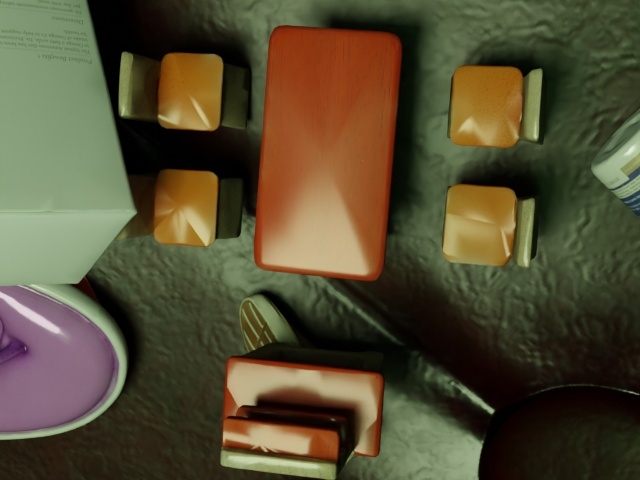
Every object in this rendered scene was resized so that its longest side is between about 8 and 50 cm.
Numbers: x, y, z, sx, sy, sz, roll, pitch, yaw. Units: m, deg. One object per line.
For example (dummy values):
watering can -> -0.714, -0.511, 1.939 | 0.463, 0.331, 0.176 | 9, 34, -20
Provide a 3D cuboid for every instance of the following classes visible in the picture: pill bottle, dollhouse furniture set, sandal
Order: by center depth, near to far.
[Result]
dollhouse furniture set -> 0.000, 0.000, 0.675 | 0.262, 0.135, 0.259 | 4, 94, 11
pill bottle -> 0.233, -0.027, 0.681 | 0.120, 0.067, 0.067 | 43, 109, -2
sandal -> -0.348, 0.076, 0.777 | 0.416, 0.102, 0.169 | 13, 122, -5

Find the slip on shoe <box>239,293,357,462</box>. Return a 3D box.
slip on shoe -> -0.009, 0.094, 0.782 | 0.135, 0.041, 0.051 | 55, 145, 9

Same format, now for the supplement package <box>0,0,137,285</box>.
supplement package -> -0.196, -0.072, 0.680 | 0.105, 0.105, 0.179 | -41, 58, 48

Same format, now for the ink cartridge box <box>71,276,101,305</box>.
ink cartridge box -> -0.288, -0.002, 0.803 | 0.181, 0.056, 0.225 | -23, 98, 17
